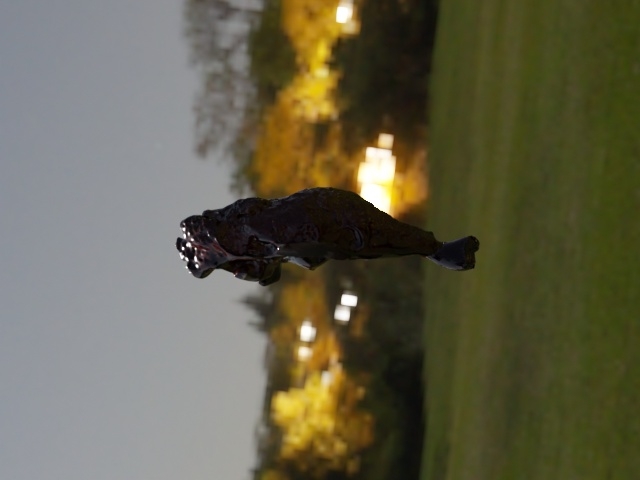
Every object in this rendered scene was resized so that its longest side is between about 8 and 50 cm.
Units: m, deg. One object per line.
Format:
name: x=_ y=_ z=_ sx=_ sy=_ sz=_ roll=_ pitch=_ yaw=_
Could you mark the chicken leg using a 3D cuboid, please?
chicken leg: x=-0.004 y=-0.003 z=1.141 sx=0.089 sy=0.219 sz=0.048 roll=49 pitch=-138 yaw=-50
